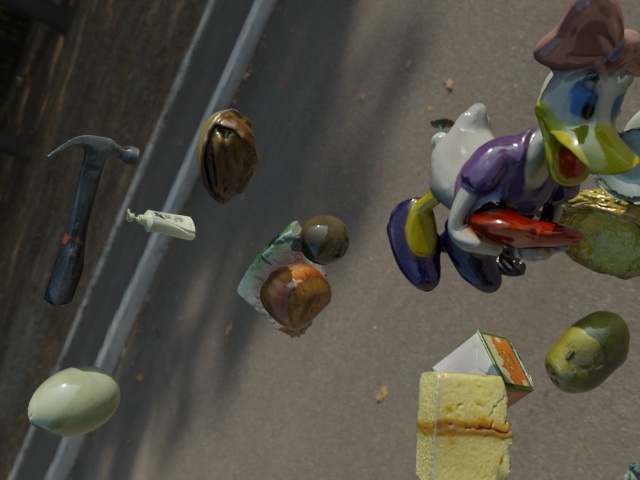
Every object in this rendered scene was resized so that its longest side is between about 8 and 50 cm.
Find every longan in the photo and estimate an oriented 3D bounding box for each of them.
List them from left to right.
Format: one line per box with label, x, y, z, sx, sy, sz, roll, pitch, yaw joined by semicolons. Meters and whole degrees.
longan;0.000;0.000;1.338;0.106;0.119;0.106;174;90;-90

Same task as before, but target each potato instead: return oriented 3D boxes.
potato;0.706;0.296;1.780;0.228;0.197;0.148;-29;24;-5

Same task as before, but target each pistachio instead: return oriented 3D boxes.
pistachio;-0.186;-0.169;1.392;0.131;0.165;0.210;27;129;23

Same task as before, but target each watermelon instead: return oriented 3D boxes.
watermelon;-0.108;0.098;1.964;0.264;0.151;0.302;-48;61;17

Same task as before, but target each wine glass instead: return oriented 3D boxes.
wine glass;0.205;-0.159;1.128;0.039;0.042;0.083;-20;63;48
wine glass;0.771;-0.214;1.557;0.190;0.357;0.190;18;119;36

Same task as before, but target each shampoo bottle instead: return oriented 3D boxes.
shampoo bottle;-0.305;-0.033;1.292;0.034;0.141;0.049;-31;61;39

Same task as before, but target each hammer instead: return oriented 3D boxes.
hammer;-0.402;-0.032;1.109;0.037;0.137;0.289;10;85;66

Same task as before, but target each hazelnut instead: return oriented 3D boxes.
hazelnut;-0.059;0.122;1.532;0.150;0.150;0.150;-39;41;44

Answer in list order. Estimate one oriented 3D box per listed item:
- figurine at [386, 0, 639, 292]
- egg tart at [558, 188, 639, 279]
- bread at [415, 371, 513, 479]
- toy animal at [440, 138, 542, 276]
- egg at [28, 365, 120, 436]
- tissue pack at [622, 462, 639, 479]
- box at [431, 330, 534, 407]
figurine;0.206;-0.078;0.709;0.421;0.154;0.193;138;134;-64
egg tart;0.707;-0.035;1.658;0.123;0.294;0.294;-52;19;-28
bread;0.306;0.405;1.450;0.135;0.178;0.240;129;145;-79
toy animal;0.242;-0.060;0.948;0.117;0.121;0.210;-21;96;36
egg;-0.415;0.272;1.146;0.114;0.152;0.114;20;117;46
tissue pack;0.755;0.561;1.284;0.315;0.228;0.103;-115;35;-66
box;0.448;0.383;1.874;0.195;0.148;0.177;-48;43;30
